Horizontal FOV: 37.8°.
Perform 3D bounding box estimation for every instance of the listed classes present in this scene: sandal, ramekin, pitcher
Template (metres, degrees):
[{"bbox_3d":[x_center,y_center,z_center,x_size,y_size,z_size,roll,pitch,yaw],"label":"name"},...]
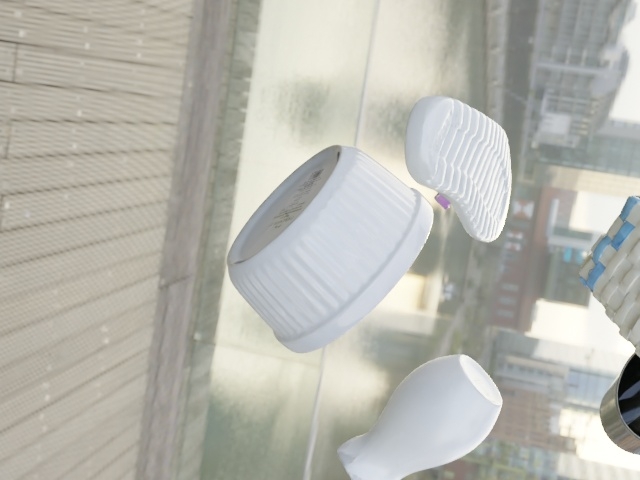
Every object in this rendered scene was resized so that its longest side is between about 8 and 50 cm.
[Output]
[{"bbox_3d":[0.196,-0.117,1.389,0.416,0.102,0.169,35,71,-61],"label":"sandal"},{"bbox_3d":[0.000,0.000,0.933,0.207,0.109,0.207,-43,-164,15],"label":"ramekin"},{"bbox_3d":[0.146,0.246,1.257,0.207,0.125,0.177,-43,159,19],"label":"pitcher"}]

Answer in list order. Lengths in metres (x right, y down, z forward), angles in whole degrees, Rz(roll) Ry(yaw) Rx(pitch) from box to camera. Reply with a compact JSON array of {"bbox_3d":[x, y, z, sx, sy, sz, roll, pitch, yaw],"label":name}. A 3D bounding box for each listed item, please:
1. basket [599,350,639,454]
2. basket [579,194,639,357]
[{"bbox_3d":[0.514,0.248,1.426,0.204,0.154,0.227,-34,161,-11],"label":"basket"},{"bbox_3d":[0.468,0.071,1.062,0.254,0.289,0.201,-4,124,-43],"label":"basket"}]
